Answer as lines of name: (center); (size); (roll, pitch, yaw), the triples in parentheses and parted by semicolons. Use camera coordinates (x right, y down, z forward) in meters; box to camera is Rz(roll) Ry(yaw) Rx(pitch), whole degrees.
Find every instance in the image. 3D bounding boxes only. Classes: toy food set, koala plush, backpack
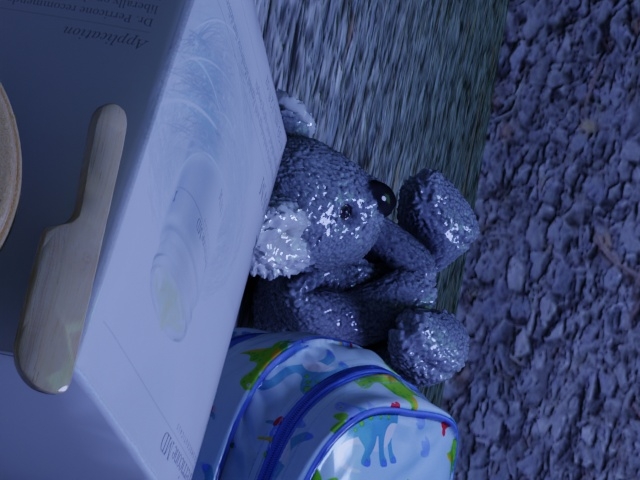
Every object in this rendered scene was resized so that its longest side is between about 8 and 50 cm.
toy food set: (-0.165, -0.027, 0.539); (0.192, 0.038, 0.132); (25, 66, -32)
koala plush: (0.000, 0.000, 1.283); (0.221, 0.203, 0.196); (55, 32, -44)
backpack: (-0.044, 0.235, 1.032); (0.290, 0.273, 0.356); (19, 64, -48)

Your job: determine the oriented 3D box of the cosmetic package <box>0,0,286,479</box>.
cosmetic package: (-0.115, -0.015, 0.719); (0.224, 0.138, 0.225); (77, 27, -65)
